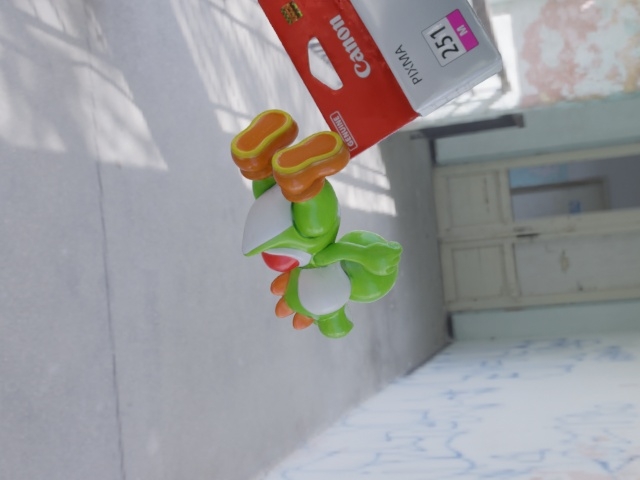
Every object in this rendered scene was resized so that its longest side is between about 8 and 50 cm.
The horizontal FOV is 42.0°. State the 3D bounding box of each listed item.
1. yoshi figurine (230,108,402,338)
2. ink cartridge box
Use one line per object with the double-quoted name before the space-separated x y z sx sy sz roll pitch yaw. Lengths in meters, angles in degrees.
"yoshi figurine" 0.015 -0.018 1.197 0.203 0.203 0.362 -82 161 -46
"ink cartridge box" 0.067 -0.281 1.094 0.275 0.239 0.060 61 12 8
